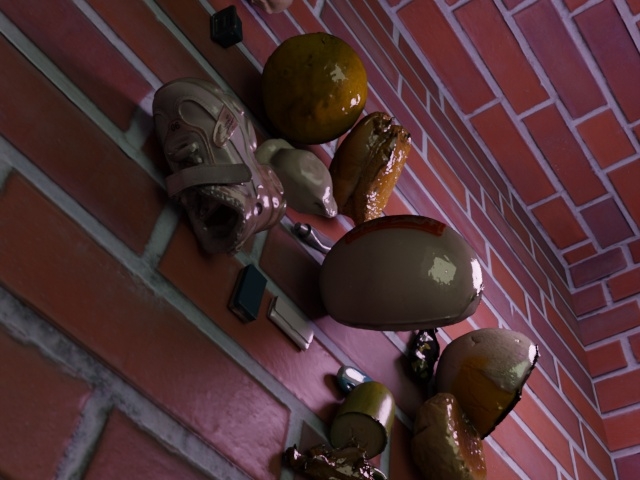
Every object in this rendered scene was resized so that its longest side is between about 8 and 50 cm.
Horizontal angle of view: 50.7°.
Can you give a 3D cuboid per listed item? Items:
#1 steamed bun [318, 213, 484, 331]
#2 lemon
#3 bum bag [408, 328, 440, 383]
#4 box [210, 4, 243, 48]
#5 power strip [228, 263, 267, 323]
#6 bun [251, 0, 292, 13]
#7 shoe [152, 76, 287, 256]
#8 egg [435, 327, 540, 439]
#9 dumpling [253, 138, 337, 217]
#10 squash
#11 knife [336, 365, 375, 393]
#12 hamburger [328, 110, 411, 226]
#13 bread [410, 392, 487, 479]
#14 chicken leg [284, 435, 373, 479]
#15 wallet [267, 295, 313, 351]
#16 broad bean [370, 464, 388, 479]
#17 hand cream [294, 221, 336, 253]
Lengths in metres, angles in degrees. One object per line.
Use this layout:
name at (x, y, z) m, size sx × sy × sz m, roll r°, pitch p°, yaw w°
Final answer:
steamed bun at (0.178, 0.062, 1.537) m, size 0.374 × 0.374 × 0.242 m, roll -17°, pitch 102°, yaw -62°
lemon at (-0.016, -0.389, 1.733) m, size 0.297 × 0.297 × 0.297 m, roll 41°, pitch 34°, yaw -35°
bum bag at (0.286, 0.311, 1.848) m, size 0.107 × 0.060 × 0.232 m, roll 64°, pitch 27°, yaw -9°
box at (-0.235, -0.543, 1.725) m, size 0.054 × 0.074 × 0.099 m, roll 45°, pitch 31°, yaw -50°
power strip at (-0.142, 0.103, 1.333) m, size 0.056 × 0.032 × 0.123 m, roll 49°, pitch 30°, yaw -25°
bun at (-0.175, -0.760, 1.938) m, size 0.239 × 0.141 × 0.239 m, roll 52°, pitch 5°, yaw -7°
shoe at (-0.209, -0.140, 1.291) m, size 0.351 × 0.171 × 0.198 m, roll 53°, pitch 32°, yaw -13°
egg at (0.414, 0.354, 1.819) m, size 0.201 × 0.337 × 0.337 m, roll 35°, pitch 30°, yaw 0°
dumpling at (-0.051, -0.148, 1.621) m, size 0.250 × 0.132 × 0.162 m, roll 37°, pitch 42°, yaw -13°
squash at (0.099, 0.361, 1.421) m, size 0.123 × 0.123 × 0.187 m, roll 57°, pitch 26°, yaw -10°
knife at (0.102, 0.341, 1.540) m, size 0.222 × 0.031 × 0.064 m, roll 40°, pitch 46°, yaw -42°
hamburger at (0.124, -0.195, 1.786) m, size 0.170 × 0.314 × 0.290 m, roll 25°, pitch 21°, yaw 7°
bread at (0.302, 0.494, 1.637) m, size 0.244 × 0.134 × 0.245 m, roll 45°, pitch 30°, yaw -35°
chicken leg at (0.022, 0.420, 1.272) m, size 0.207 × 0.101 × 0.085 m, roll 29°, pitch 12°, yaw -33°
wallet at (-0.062, 0.174, 1.416) m, size 0.122 × 0.025 × 0.061 m, roll 48°, pitch 37°, yaw -25°
broad bean at (0.146, 0.581, 1.379) m, size 0.098 × 0.056 × 0.318 m, roll -34°, pitch 87°, yaw -43°
hand cream at (0.001, -0.002, 1.680) m, size 0.216 × 0.038 × 0.052 m, roll 33°, pitch 63°, yaw -52°
